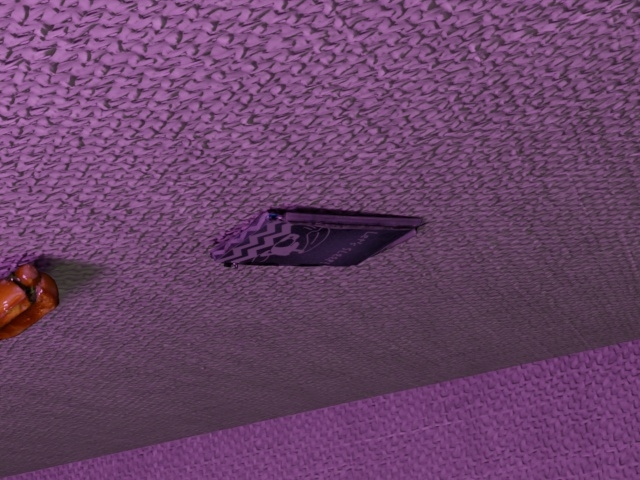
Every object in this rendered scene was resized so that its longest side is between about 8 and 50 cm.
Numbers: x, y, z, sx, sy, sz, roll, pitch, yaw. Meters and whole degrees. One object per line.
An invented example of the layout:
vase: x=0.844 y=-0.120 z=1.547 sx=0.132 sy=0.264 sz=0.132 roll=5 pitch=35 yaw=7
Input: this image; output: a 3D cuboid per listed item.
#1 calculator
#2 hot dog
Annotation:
calculator: x=0.000 y=-0.001 z=1.576 sx=0.274 sy=0.028 sz=0.166 roll=2 pitch=157 yaw=-42
hot dog: x=-0.417 y=0.088 z=1.551 sx=0.100 sy=0.068 sz=0.249 roll=-14 pitch=172 yaw=-36
